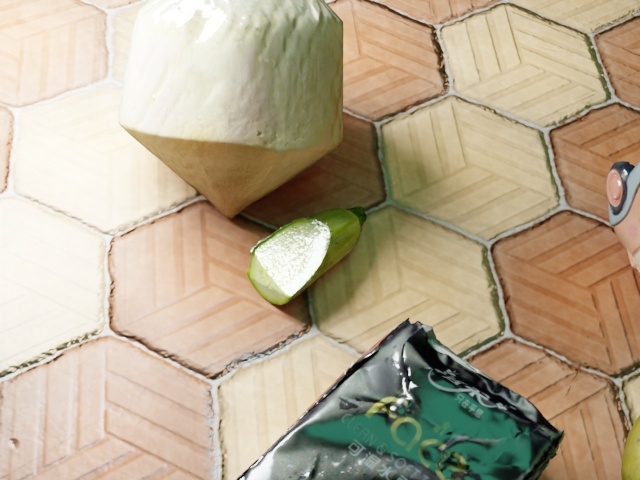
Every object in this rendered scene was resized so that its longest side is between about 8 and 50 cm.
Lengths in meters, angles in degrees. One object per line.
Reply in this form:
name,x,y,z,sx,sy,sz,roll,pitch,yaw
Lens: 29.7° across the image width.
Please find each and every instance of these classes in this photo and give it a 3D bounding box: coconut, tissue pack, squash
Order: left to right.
coconut,-0.108,-0.187,1.573,0.329,0.329,0.329,5,51,-6
squash,-0.001,-0.002,1.559,0.090,0.075,0.200,19,44,40
tissue pack,0.086,0.254,1.341,0.245,0.123,0.332,40,56,18

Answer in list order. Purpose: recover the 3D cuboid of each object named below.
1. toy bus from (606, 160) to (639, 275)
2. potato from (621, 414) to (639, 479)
toy bus,0.507,-0.027,1.553,0.194,0.288,0.232,-5,69,-13
potato,0.465,0.248,1.377,0.266,0.229,0.229,-32,62,-13
